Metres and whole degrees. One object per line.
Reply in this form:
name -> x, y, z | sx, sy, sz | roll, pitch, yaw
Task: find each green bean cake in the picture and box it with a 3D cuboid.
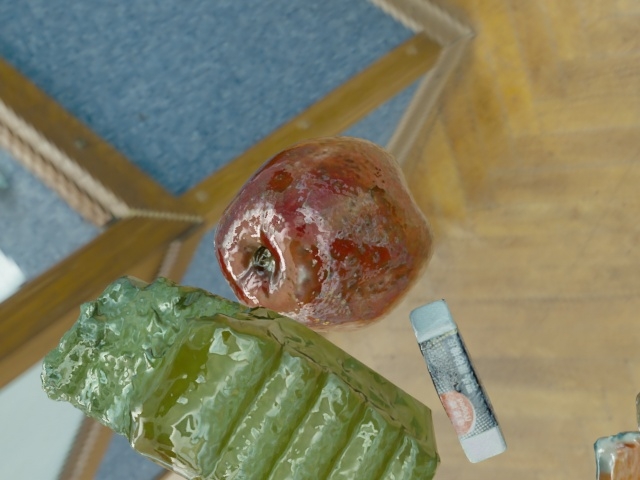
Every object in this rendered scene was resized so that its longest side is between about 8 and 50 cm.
green bean cake -> -0.056, 0.115, 1.024 | 0.233, 0.124, 0.236 | 34, 170, -26

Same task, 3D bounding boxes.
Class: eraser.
eraser -> 0.079, 0.082, 0.851 | 0.027, 0.019, 0.099 | -21, 108, 7

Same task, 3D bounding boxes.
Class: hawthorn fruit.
hawthorn fruit -> 0.000, 0.000, 1.270 | 0.189, 0.189, 0.189 | 18, 125, 27

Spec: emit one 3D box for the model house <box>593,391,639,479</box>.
model house -> 0.334, 0.244, 1.236 | 0.301, 0.272, 0.190 | -119, 36, -58
